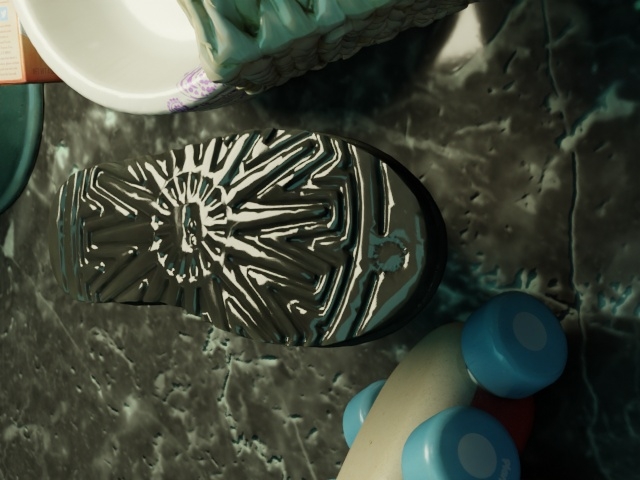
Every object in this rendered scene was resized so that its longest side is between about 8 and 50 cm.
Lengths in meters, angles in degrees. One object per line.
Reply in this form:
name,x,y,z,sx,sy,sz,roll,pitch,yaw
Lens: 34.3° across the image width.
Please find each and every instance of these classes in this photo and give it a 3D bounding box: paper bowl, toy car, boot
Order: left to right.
paper bowl,-0.112,-0.249,0.860,0.284,0.148,0.284,6,102,28
boot,0.000,-0.004,0.761,0.348,0.260,0.131,7,92,42
toy car,0.137,0.200,0.771,0.238,0.210,0.219,39,140,-6

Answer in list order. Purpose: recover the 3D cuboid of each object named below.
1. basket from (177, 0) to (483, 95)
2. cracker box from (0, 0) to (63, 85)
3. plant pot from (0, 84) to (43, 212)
basket,0.012,-0.275,0.569,0.266,0.328,0.331,-22,96,2
cracker box,-0.241,-0.266,0.977,0.067,0.155,0.232,4,102,40
plant pot,-0.543,-0.165,1.137,0.341,0.334,0.341,10,106,38
